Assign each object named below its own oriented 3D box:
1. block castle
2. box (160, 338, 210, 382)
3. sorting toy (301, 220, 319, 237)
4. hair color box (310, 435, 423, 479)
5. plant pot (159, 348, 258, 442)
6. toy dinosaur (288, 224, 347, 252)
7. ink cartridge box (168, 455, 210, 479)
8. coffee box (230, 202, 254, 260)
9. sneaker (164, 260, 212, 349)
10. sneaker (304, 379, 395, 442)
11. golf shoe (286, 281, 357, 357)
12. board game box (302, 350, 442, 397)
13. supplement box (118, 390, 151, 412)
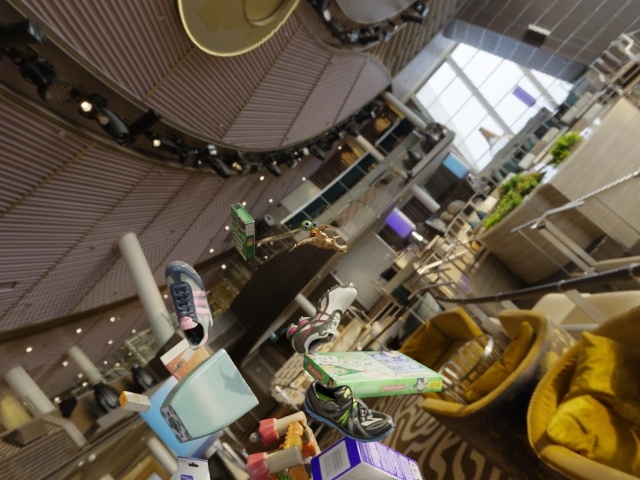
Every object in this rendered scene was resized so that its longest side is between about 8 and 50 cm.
[{"bbox_3d":[-0.091,0.829,1.316,0.212,0.454,0.303,-21,3,3],"label":"block castle"},{"bbox_3d":[-0.599,0.529,1.816,0.170,0.130,0.091,-39,26,-24],"label":"box"},{"bbox_3d":[-0.041,-0.060,1.875,0.061,0.102,0.042,-48,-7,-16],"label":"sorting toy"},{"bbox_3d":[0.152,0.728,1.256,0.185,0.338,0.110,-41,30,15],"label":"hair color box"},{"bbox_3d":[-0.436,0.598,1.500,0.252,0.248,0.247,-31,-5,-44],"label":"plant pot"},{"bbox_3d":[0.000,0.000,1.445,0.064,0.211,0.113,-177,95,-81],"label":"toy dinosaur"},{"bbox_3d":[-0.458,0.959,1.453,0.065,0.333,0.165,-37,-46,10],"label":"ink cartridge box"},{"bbox_3d":[-0.276,-0.028,1.443,0.040,0.113,0.184,-22,-36,-28],"label":"coffee box"},{"bbox_3d":[-0.442,0.224,1.365,0.112,0.319,0.131,-13,28,3],"label":"sneaker"},{"bbox_3d":[0.053,0.329,0.792,0.067,0.188,0.078,-29,-51,-59],"label":"sneaker"},{"bbox_3d":[0.025,0.248,1.247,0.273,0.120,0.105,-45,-47,2],"label":"golf shoe"},{"bbox_3d":[0.136,0.357,1.104,0.213,0.317,0.046,-168,84,-66],"label":"board game box"},{"bbox_3d":[-0.684,0.597,1.494,0.098,0.062,0.036,34,-97,-38],"label":"supplement box"}]
